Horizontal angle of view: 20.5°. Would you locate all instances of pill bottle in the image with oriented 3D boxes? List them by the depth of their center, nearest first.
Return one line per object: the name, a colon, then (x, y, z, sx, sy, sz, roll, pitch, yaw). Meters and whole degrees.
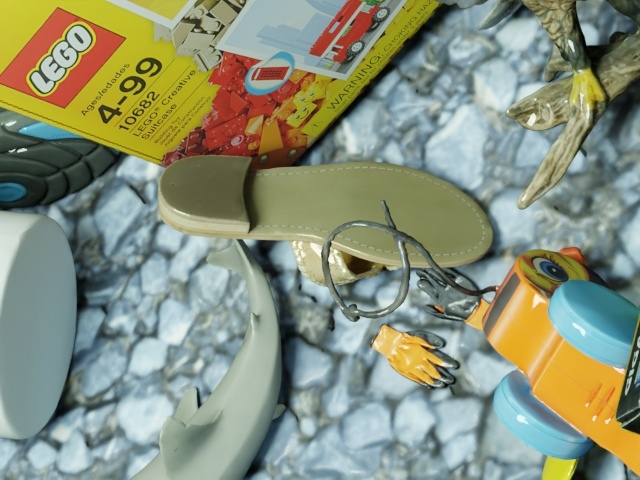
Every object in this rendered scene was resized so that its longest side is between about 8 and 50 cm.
pill bottle: (-0.386, 0.050, 1.368, 0.361, 0.204, 0.204, 4, 73, 12)

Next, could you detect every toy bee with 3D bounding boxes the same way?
toy bee: (0.173, 0.055, 1.138, 0.195, 0.162, 0.298, -39, 88, 29)

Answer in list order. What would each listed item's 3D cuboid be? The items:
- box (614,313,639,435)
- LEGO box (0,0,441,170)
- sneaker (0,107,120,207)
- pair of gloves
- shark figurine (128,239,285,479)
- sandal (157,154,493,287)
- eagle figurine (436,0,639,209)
box: (0.337, -0.011, 1.035, 0.257, 0.079, 0.322, 16, 78, 0)
LEGO box: (-0.032, -0.301, 1.198, 0.500, 0.372, 0.193, -47, 56, 17)
sneaker: (-0.312, -0.094, 1.468, 0.340, 0.125, 0.140, -13, 61, 22)
pair of gloves: (0.080, 0.061, 1.259, 0.074, 0.010, 0.083, 34, 89, 34)
shark figurine: (-0.082, 0.113, 1.272, 0.166, 0.116, 0.278, 18, 83, 31)
sandal: (0.001, -0.005, 1.287, 0.240, 0.079, 0.088, 8, 52, -1)
eagle figurine: (0.144, -0.211, 1.143, 0.225, 0.298, 0.226, -16, 38, 32)
